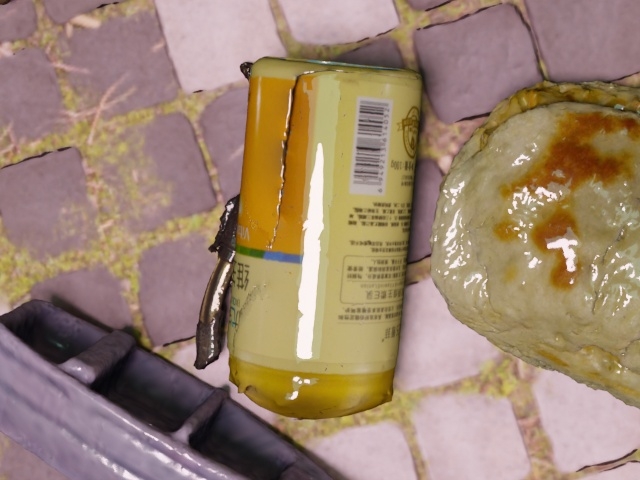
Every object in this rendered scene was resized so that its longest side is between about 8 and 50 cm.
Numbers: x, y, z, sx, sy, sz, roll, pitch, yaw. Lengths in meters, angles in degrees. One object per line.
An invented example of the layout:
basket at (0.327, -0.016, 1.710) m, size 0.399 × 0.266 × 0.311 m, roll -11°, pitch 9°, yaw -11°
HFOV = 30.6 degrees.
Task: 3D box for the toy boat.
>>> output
toy boat at (-0.102, 0.138, 0.798) m, size 0.283 × 0.127 × 0.078 m, roll 31°, pitch 99°, yaw 4°

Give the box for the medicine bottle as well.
medicine bottle at (0.000, 0.000, 0.776) m, size 0.124 × 0.124 × 0.238 m, roll 7°, pitch 96°, yaw 9°

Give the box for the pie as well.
pie at (0.196, 0.000, 0.756) m, size 0.248 × 0.090 × 0.201 m, roll 23°, pitch 94°, yaw 4°

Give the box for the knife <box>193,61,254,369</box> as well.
knife at (-0.054, -0.014, 0.832) m, size 0.046 × 0.021 × 0.222 m, roll 10°, pitch 91°, yaw 8°

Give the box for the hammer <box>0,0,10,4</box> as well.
hammer at (-0.119, -0.355, 0.812) m, size 0.168 × 0.044 × 0.440 m, roll 39°, pitch 100°, yaw 7°
